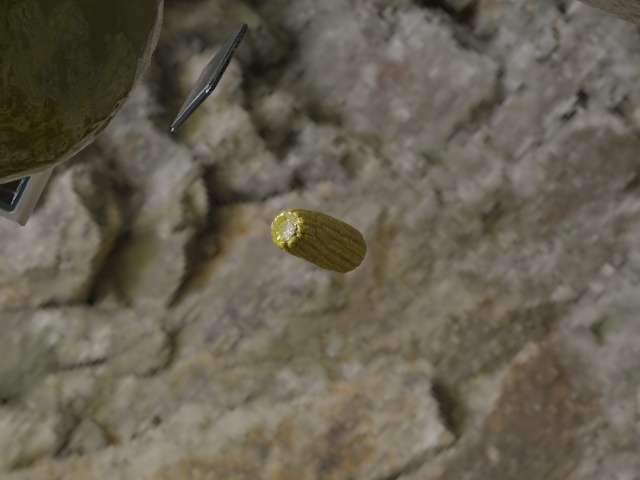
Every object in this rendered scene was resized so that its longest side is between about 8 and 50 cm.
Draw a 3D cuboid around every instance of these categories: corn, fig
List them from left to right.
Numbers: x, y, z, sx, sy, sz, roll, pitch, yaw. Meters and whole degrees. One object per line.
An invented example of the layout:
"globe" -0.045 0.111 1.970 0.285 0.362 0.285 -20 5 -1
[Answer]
"fig" -0.275 -0.212 1.099 0.343 0.343 0.343 42 -177 -3
"corn" 0.000 0.000 1.870 0.067 0.067 0.206 43 -170 25

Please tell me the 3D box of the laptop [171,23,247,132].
"laptop" -0.167 -0.239 2.252 0.016 0.129 0.180 33 153 -13

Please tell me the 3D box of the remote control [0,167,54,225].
"remote control" -0.450 -0.121 1.768 0.277 0.103 0.055 26 -170 -12

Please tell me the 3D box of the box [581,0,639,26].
"box" 0.199 -0.262 1.248 0.350 0.091 0.359 25 -170 -28
